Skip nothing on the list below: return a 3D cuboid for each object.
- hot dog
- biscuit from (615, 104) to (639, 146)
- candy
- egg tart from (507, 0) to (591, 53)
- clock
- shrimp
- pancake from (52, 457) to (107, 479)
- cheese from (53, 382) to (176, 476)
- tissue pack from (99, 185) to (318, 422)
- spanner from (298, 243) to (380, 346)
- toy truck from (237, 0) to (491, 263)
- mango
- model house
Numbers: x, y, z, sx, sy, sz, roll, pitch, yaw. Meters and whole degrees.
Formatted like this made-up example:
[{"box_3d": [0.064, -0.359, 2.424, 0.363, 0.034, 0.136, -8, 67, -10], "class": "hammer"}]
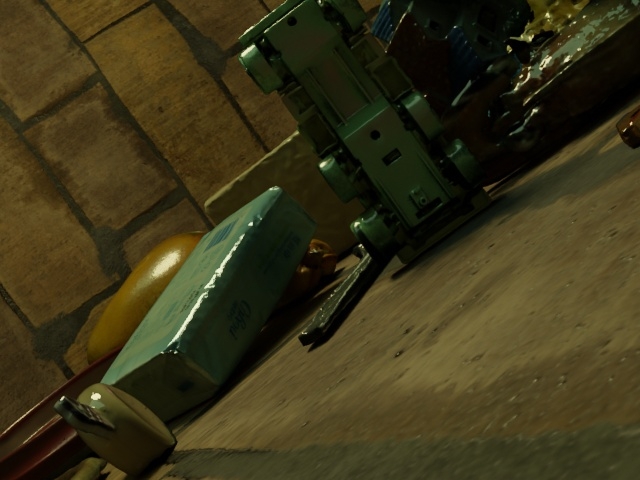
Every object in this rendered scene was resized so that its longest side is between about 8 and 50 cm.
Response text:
[{"box_3d": [-0.067, 0.055, 1.244, 0.102, 0.076, 0.249, -36, 1, -44], "class": "hot dog"}, {"box_3d": [0.249, -0.098, 0.668, 0.119, 0.019, 0.130, -39, 4, -33], "class": "biscuit"}, {"box_3d": [0.013, -0.077, 1.337, 0.321, 0.179, 0.135, -35, 4, 23], "class": "candy"}, {"box_3d": [0.253, -0.233, 1.195, 0.341, 0.132, 0.341, -39, -5, -4], "class": "egg tart"}, {"box_3d": [-0.326, 0.244, 1.277, 0.318, 0.080, 0.318, -34, 8, 6], "class": "clock"}, {"box_3d": [0.303, -0.208, 0.964, 0.446, 0.110, 0.221, -34, -2, -5], "class": "shrimp"}, {"box_3d": [-0.305, 0.286, 0.955, 0.235, 0.029, 0.212, -33, 4, 20], "class": "pancake"}, {"box_3d": [-0.173, 0.162, 0.824, 0.047, 0.092, 0.171, -52, -1, -7], "class": "cheese"}, {"box_3d": [-0.121, 0.076, 1.067, 0.177, 0.089, 0.263, -34, 21, 44], "class": "tissue pack"}, {"box_3d": [0.044, 0.029, 0.959, 0.093, 0.026, 0.325, -34, 6, 26], "class": "spanner"}, {"box_3d": [0.037, -0.111, 0.920, 0.128, 0.259, 0.135, -37, 4, 5], "class": "toy truck"}, {"box_3d": [-0.271, 0.117, 1.666, 0.317, 0.173, 0.211, -44, 4, -7], "class": "mango"}, {"box_3d": [0.124, -0.191, 0.988, 0.119, 0.148, 0.148, -49, 18, 48], "class": "model house"}]
